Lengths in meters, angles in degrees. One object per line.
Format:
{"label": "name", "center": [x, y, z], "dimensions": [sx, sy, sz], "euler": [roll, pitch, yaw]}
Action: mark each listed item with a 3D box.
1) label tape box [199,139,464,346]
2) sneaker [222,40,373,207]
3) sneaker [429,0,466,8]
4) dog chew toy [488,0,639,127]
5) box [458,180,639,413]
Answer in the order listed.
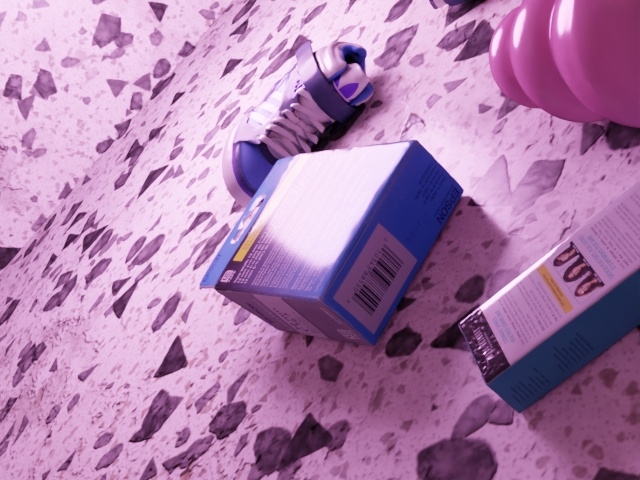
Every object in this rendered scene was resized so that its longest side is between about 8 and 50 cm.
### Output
{"label": "label tape box", "center": [0.000, 0.000, 1.246], "dimensions": [0.348, 0.115, 0.249], "euler": [-1, 53, 58]}
{"label": "sneaker", "center": [-0.025, -0.215, 1.526], "dimensions": [0.236, 0.130, 0.322], "euler": [-26, 30, 44]}
{"label": "sneaker", "center": [0.271, -0.516, 1.536], "dimensions": [0.131, 0.112, 0.318], "euler": [-5, 51, 31]}
{"label": "dog chew toy", "center": [0.308, -0.221, 0.997], "dimensions": [0.206, 0.207, 0.332], "euler": [-55, 21, -12]}
{"label": "box", "center": [0.255, 0.051, 0.864], "dimensions": [0.244, 0.060, 0.100], "euler": [-41, 28, 15]}
